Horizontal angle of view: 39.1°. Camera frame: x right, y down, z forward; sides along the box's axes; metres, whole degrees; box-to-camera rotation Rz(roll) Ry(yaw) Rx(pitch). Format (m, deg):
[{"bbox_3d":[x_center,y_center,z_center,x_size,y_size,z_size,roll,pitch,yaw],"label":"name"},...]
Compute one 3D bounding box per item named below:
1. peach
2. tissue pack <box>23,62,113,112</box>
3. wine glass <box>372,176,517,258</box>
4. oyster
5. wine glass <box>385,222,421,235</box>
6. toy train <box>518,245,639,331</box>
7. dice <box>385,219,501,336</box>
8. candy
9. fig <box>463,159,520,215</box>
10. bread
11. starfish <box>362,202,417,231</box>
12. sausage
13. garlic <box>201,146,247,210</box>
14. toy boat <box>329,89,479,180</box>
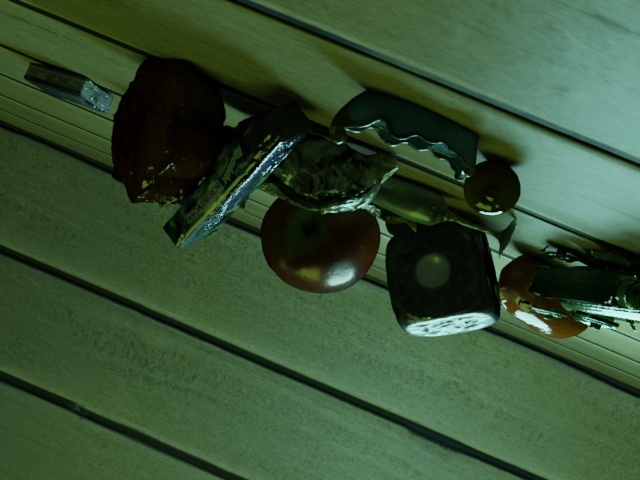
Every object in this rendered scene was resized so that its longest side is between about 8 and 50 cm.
[{"bbox_3d":[0.000,0.000,1.919,0.252,0.252,0.252,23,174,2],"label":"peach"},{"bbox_3d":[-0.534,-0.325,1.919,0.156,0.051,0.112,21,176,21],"label":"tissue pack"},{"bbox_3d":[0.195,-0.050,1.508,0.262,0.074,0.074,23,174,21],"label":"wine glass"},{"bbox_3d":[-0.031,-0.121,1.469,0.350,0.158,0.162,11,-149,31],"label":"oyster"},{"bbox_3d":[0.196,-0.019,1.761,0.073,0.073,0.155,18,174,42],"label":"wine glass"},{"bbox_3d":[0.461,0.095,1.479,0.189,0.126,0.307,24,174,-13],"label":"toy train"},{"bbox_3d":[0.226,0.071,1.650,0.181,0.182,0.183,-10,162,17],"label":"dice"},{"bbox_3d":[-0.132,-0.096,1.386,0.061,0.312,0.088,54,-141,7],"label":"candy"},{"bbox_3d":[0.225,-0.071,1.187,0.074,0.074,0.088,23,-164,2],"label":"fig"},{"bbox_3d":[-0.258,-0.167,1.451,0.135,0.232,0.246,15,173,-36],"label":"bread"},{"bbox_3d":[0.109,-0.063,1.614,0.176,0.053,0.208,5,-163,-44],"label":"starfish"},{"bbox_3d":[0.441,0.117,1.763,0.258,0.133,0.133,28,172,-40],"label":"sausage"},{"bbox_3d":[-0.234,-0.169,1.919,0.228,0.110,0.217,35,-176,-12],"label":"garlic"},{"bbox_3d":[0.104,-0.123,1.116,0.185,0.077,0.075,24,175,-7],"label":"toy boat"}]
